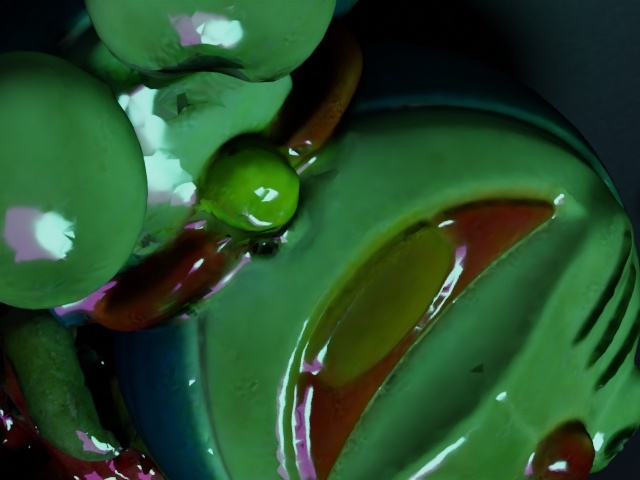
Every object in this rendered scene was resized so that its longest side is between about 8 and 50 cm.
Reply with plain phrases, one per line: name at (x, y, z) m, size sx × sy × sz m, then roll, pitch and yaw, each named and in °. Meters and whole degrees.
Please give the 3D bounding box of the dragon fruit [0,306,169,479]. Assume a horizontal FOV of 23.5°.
dragon fruit at (-0.079, 0.142, 0.719) m, size 0.218 × 0.198 × 0.273 m, roll -1°, pitch 169°, yaw 34°

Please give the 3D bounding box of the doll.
doll at (-0.001, 0.001, 0.555) m, size 0.198 × 0.186 × 0.322 m, roll -44°, pitch 123°, yaw -5°
